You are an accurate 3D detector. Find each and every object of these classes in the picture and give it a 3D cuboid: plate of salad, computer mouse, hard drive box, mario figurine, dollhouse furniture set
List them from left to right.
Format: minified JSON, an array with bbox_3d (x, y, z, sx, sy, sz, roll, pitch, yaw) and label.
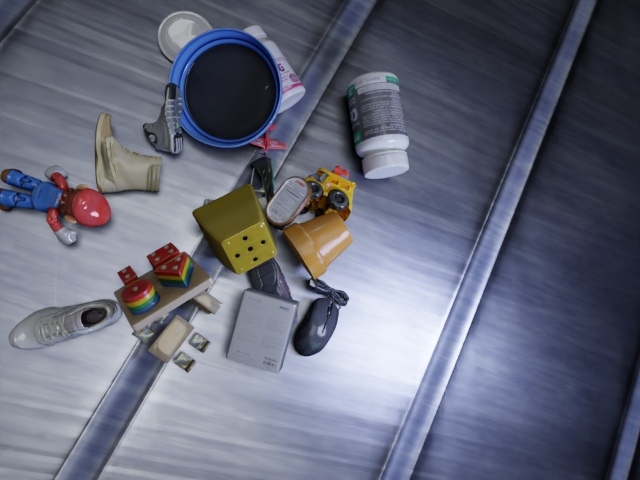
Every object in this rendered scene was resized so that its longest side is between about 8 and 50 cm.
[{"bbox_3d":[-0.812,-0.112,1.476,0.321,0.170,0.198,16,113,-5],"label":"mario figurine"},{"bbox_3d":[-0.433,0.266,1.493,0.212,0.161,0.242,39,72,-9],"label":"dollhouse furniture set"},{"bbox_3d":[-0.479,-0.721,1.703,0.200,0.048,0.199,0,89,-11],"label":"plate of salad"},{"bbox_3d":[-0.186,0.291,1.554,0.181,0.089,0.232,16,91,5],"label":"hard drive box"},{"bbox_3d":[-0.001,0.280,1.667,0.189,0.072,0.272,30,75,-27],"label":"computer mouse"}]

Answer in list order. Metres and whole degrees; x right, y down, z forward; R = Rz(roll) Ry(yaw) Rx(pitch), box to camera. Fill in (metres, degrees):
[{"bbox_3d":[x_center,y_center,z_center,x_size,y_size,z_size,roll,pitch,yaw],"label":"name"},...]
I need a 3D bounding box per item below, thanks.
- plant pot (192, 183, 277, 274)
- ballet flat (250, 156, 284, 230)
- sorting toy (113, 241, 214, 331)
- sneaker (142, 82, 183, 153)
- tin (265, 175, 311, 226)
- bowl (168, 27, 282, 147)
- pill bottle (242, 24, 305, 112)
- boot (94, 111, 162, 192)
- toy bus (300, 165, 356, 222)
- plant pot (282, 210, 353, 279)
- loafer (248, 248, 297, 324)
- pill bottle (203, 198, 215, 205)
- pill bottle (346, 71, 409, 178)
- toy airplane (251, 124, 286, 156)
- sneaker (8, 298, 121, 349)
[{"bbox_3d":[-0.254,-0.019,1.524,0.212,0.187,0.212,-28,129,-11],"label":"plant pot"},{"bbox_3d":[-0.196,-0.161,1.688,0.096,0.095,0.280,-10,74,-10],"label":"ballet flat"},{"bbox_3d":[-0.495,0.120,1.442,0.257,0.255,0.089,-33,123,-21],"label":"sorting toy"},{"bbox_3d":[-0.535,-0.408,1.582,0.132,0.086,0.228,5,103,13],"label":"sneaker"},{"bbox_3d":[-0.108,-0.132,1.607,0.106,0.040,0.189,36,87,6],"label":"tin"},{"bbox_3d":[-0.319,-0.512,1.624,0.392,0.077,0.390,1,96,6],"label":"bowl"},{"bbox_3d":[-0.194,-0.616,1.720,0.160,0.160,0.283,-35,93,-20],"label":"pill bottle"},{"bbox_3d":[-0.626,-0.285,1.556,0.204,0.095,0.261,-2,83,-18],"label":"boot"},{"bbox_3d":[0.018,-0.192,1.739,0.220,0.149,0.211,23,61,-11],"label":"toy bus"},{"bbox_3d":[0.000,0.000,1.638,0.188,0.205,0.205,-33,92,-7],"label":"plant pot"},{"bbox_3d":[-0.163,0.164,1.652,0.109,0.095,0.302,-26,85,10],"label":"loafer"},{"bbox_3d":[-0.322,-0.091,1.629,0.160,0.087,0.087,6,79,-17],"label":"pill bottle"},{"bbox_3d":[0.223,-0.431,1.804,0.204,0.204,0.360,-6,82,-19],"label":"pill bottle"},{"bbox_3d":[-0.201,-0.380,1.748,0.151,0.028,0.151,3,80,-19],"label":"toy airplane"},{"bbox_3d":[-0.755,0.238,1.398,0.305,0.152,0.114,-18,89,-19],"label":"sneaker"}]
